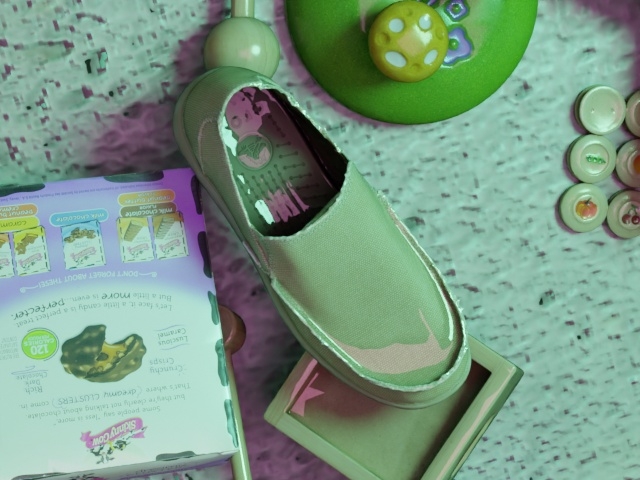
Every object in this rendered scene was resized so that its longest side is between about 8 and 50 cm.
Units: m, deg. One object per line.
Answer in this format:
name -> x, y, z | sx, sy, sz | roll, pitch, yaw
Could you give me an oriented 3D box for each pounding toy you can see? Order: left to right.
pounding toy -> 0.006, 0.109, 1.286 | 0.206, 0.094, 0.181 | 34, 91, 12
pounding toy -> 0.050, -0.168, 1.236 | 0.237, 0.110, 0.183 | 7, 98, -15

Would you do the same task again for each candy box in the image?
candy box -> -0.151, 0.061, 1.210 | 0.165, 0.070, 0.196 | -6, 77, -13

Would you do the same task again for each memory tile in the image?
memory tile -> 0.252, -0.054, 1.355 | 0.148, 0.012, 0.113 | 8, 97, -14

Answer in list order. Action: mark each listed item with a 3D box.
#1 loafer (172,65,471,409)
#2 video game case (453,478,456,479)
loafer -> 0.000, 0.000, 1.182 | 0.102, 0.092, 0.268 | -41, 92, -7
video game case -> 0.120, 0.345, 1.366 | 0.269, 0.061, 0.244 | 37, 90, -17
